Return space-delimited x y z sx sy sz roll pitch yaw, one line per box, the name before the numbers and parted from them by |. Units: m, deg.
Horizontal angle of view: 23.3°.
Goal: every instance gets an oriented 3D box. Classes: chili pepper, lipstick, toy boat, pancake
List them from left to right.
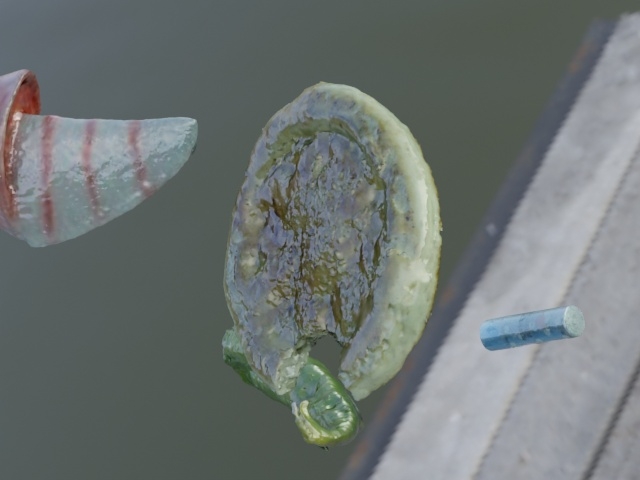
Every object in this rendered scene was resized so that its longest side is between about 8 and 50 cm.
toy boat | -0.268 -0.091 1.754 0.282 0.206 0.096 1 10 15
chili pepper | -0.028 0.148 1.571 0.076 0.085 0.359 -34 15 -10
pancake | 0.000 0.000 1.183 0.253 0.037 0.253 -10 77 51
lipstick | 0.301 0.125 2.216 0.158 0.048 0.048 -14 39 46
